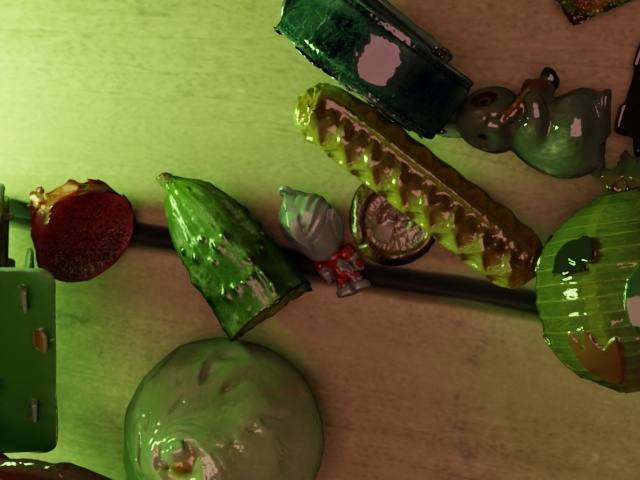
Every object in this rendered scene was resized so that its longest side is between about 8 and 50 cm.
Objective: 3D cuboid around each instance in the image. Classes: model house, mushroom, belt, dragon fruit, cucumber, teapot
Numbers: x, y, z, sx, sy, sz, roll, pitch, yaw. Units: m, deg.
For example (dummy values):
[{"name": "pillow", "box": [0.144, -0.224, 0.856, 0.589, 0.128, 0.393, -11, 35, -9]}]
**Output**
[{"name": "model house", "box": [-0.463, 0.080, 1.392, 0.242, 0.313, 0.358, 0, 129, -10]}, {"name": "mushroom", "box": [0.094, -0.028, 1.344, 0.123, 0.052, 0.123, 0, 96, 1]}, {"name": "belt", "box": [0.059, -0.230, 1.241, 0.267, 0.206, 0.116, 40, 103, 18]}, {"name": "dragon fruit", "box": [-0.335, -0.031, 1.413, 0.111, 0.153, 0.153, 43, 107, 36]}, {"name": "cucumber", "box": [-0.131, 0.005, 1.361, 0.134, 0.134, 0.244, -40, 85, 15]}, {"name": "teapot", "box": [0.426, -0.170, 1.246, 0.096, 0.087, 0.177, 10, 103, -16]}]

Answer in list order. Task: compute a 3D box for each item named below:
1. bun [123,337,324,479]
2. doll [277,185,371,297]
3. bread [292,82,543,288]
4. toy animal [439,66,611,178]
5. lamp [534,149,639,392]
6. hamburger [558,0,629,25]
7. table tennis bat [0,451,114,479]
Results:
[{"name": "bun", "box": [-0.139, 0.254, 1.342, 0.283, 0.179, 0.283, -4, 73, 12]}, {"name": "doll", "box": [0.000, 0.000, 1.362, 0.094, 0.079, 0.180, -23, 109, 38]}, {"name": "bread", "box": [0.122, -0.068, 1.280, 0.367, 0.084, 0.077, 37, 130, -3]}, {"name": "toy animal", "box": [0.236, -0.138, 1.270, 0.236, 0.108, 0.138, -3, 99, 12]}, {"name": "lamp", "box": [0.370, 0.034, 1.207, 0.250, 0.250, 0.284, -7, 86, 12]}, {"name": "hamburger", "box": [0.318, -0.351, 1.228, 0.137, 0.087, 0.166, -25, 94, 14]}, {"name": "table tennis bat", "box": [-0.333, 0.336, 1.321, 0.414, 0.051, 0.268, 33, 141, -13]}]
